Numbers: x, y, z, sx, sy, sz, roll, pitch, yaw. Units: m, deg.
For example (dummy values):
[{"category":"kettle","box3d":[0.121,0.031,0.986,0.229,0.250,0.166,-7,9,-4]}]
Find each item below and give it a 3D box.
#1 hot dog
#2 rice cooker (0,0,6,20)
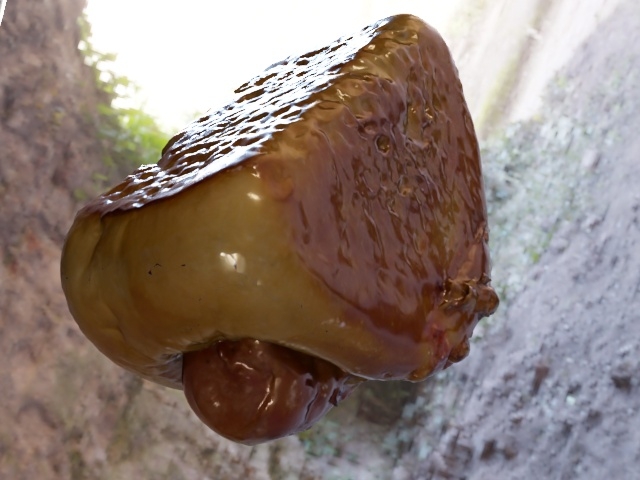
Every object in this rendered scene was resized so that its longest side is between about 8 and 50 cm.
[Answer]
[{"category":"hot dog","box3d":[0.000,0.000,0.498,0.153,0.150,0.257,65,-146,-19]},{"category":"rice cooker","box3d":[-0.338,-0.168,0.417,0.325,0.335,0.335,54,-129,-63]}]
